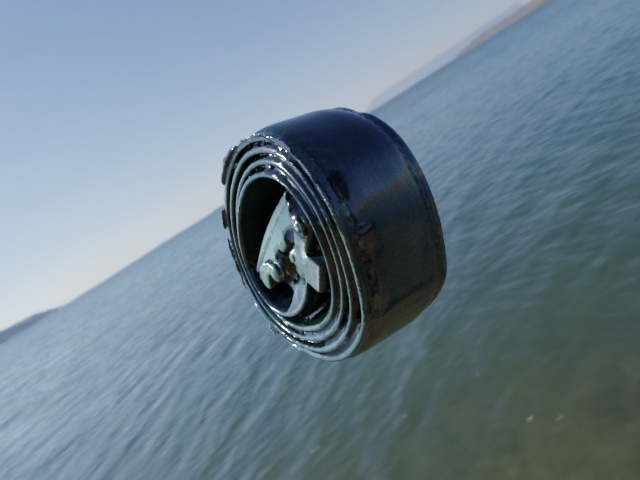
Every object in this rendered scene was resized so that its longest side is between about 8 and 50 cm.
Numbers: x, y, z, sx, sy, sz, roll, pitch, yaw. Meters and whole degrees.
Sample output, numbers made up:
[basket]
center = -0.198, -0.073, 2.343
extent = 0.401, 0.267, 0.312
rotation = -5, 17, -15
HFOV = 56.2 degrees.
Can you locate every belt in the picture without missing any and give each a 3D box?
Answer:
[belt]
center = 0.000, 0.000, 0.538
extent = 0.116, 0.206, 0.267
rotation = -24, -7, -26
